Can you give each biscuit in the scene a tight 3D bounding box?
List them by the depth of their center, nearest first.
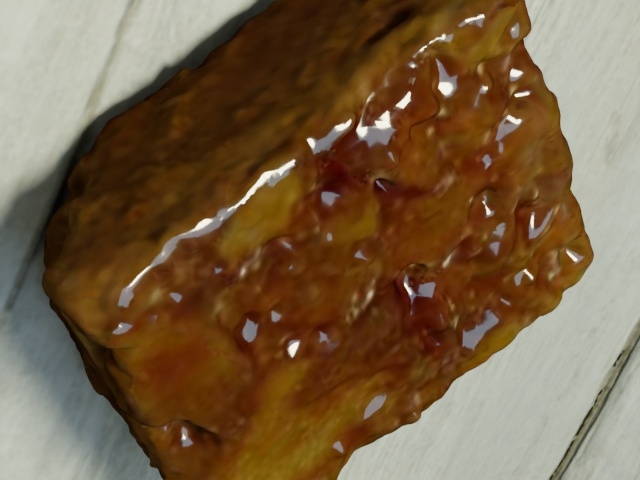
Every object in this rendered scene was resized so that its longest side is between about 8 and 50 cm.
[{"bbox_3d":[0.000,0.000,1.201,0.395,0.166,0.342,-37,139,-13],"label":"biscuit"}]
